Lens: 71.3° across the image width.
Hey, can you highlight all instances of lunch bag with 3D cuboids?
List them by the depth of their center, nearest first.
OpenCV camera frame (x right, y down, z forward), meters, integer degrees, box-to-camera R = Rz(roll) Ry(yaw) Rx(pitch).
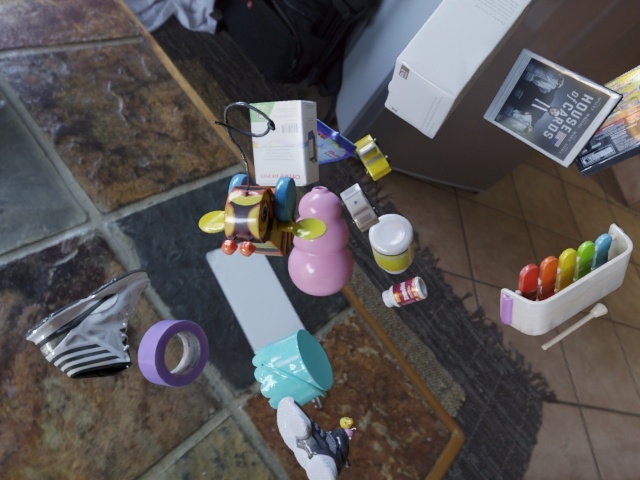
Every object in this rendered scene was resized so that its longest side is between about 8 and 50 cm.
[{"bbox_3d":[-0.032,-0.353,1.530,0.221,0.293,0.138,28,85,-35],"label":"lunch bag"}]

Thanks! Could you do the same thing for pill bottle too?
[{"bbox_3d":[0.313,0.197,1.663,0.086,0.152,0.085,39,37,-39],"label":"pill bottle"},{"bbox_3d":[0.329,0.032,2.022,0.188,0.334,0.187,-5,65,11],"label":"pill bottle"}]

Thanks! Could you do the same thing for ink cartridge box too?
[{"bbox_3d":[-0.093,-0.254,1.177,0.093,0.155,0.212,-30,121,-62],"label":"ink cartridge box"}]

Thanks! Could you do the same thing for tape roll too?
[{"bbox_3d":[-0.426,0.328,1.304,0.189,0.080,0.188,13,73,-53],"label":"tape roll"}]

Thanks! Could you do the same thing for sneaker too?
[{"bbox_3d":[-0.014,0.568,1.302,0.153,0.101,0.268,-3,53,-57],"label":"sneaker"},{"bbox_3d":[-0.662,0.278,1.420,0.257,0.169,0.447,54,27,-6],"label":"sneaker"}]

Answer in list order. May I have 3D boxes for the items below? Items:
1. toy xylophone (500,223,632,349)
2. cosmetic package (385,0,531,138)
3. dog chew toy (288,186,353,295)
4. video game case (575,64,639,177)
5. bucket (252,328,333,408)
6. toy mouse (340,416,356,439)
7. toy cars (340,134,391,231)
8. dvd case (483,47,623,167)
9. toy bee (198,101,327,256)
[{"bbox_3d":[0.542,0.113,0.978,0.323,0.236,0.081,-22,41,-13],"label":"toy xylophone"},{"bbox_3d":[0.324,-0.451,1.011,0.156,0.217,0.384,35,85,7],"label":"cosmetic package"},{"bbox_3d":[0.000,0.000,1.376,0.207,0.207,0.331,-17,116,-37],"label":"dog chew toy"},{"bbox_3d":[0.763,-0.313,1.124,0.035,0.275,0.248,35,42,-34],"label":"video game case"},{"bbox_3d":[-0.092,0.471,1.626,0.281,0.183,0.281,53,15,-21],"label":"bucket"},{"bbox_3d":[0.069,0.677,1.542,0.031,0.161,0.143,34,61,-7],"label":"toy mouse"},{"bbox_3d":[0.163,-0.230,1.679,0.087,0.177,0.392,38,64,-62],"label":"toy cars"},{"bbox_3d":[0.523,-0.306,1.029,0.030,0.179,0.239,-17,51,-44],"label":"dvd case"},{"bbox_3d":[-0.109,-0.035,0.682,0.298,0.196,0.162,45,48,-49],"label":"toy bee"}]
